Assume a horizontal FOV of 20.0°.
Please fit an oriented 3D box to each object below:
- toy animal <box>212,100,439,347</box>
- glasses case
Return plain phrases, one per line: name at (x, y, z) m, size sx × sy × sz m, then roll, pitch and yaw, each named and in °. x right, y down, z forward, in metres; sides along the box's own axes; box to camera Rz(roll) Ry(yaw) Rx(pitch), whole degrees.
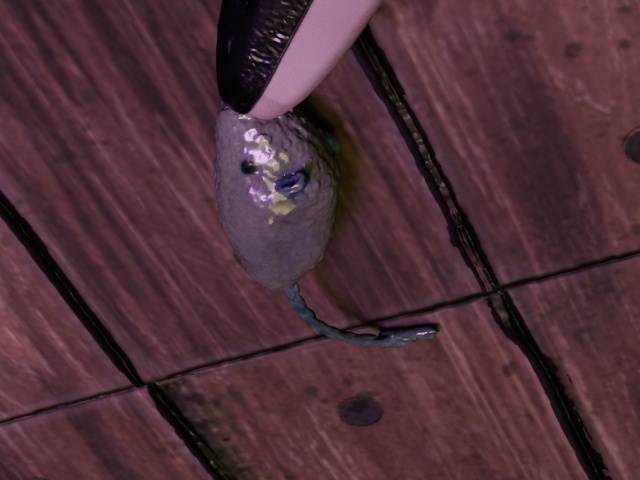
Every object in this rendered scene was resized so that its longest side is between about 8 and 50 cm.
toy animal at (-0.007, 0.007, 1.085) m, size 0.079 × 0.070 × 0.253 m, roll 0°, pitch 141°, yaw 25°
glasses case at (0.024, -0.183, 0.846) m, size 0.075 × 0.122 × 0.314 m, roll 21°, pitch 132°, yaw -12°
